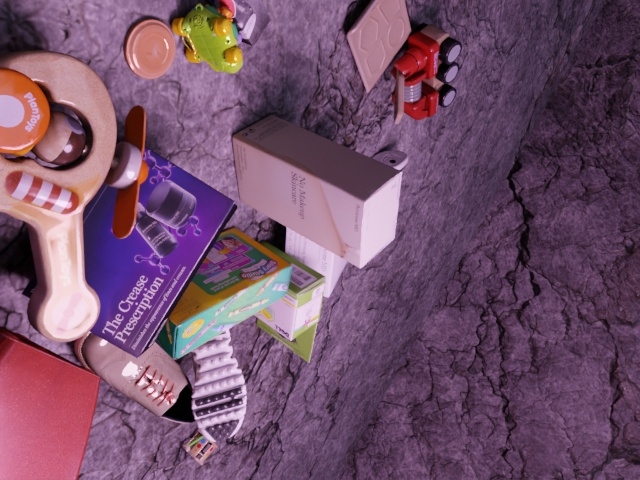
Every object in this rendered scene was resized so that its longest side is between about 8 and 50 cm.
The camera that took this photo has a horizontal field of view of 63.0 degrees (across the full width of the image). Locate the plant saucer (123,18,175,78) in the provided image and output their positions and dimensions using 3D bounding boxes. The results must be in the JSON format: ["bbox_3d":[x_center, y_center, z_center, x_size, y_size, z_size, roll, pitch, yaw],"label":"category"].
[{"bbox_3d":[-0.244,-0.275,0.754,0.083,0.013,0.083,-37,143,-35],"label":"plant saucer"}]

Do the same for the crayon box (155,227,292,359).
[{"bbox_3d":[-0.206,0.084,0.966,0.278,0.165,0.081,-26,139,-45],"label":"crayon box"}]

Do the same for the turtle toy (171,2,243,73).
[{"bbox_3d":[-0.159,-0.305,0.798,0.130,0.095,0.066,69,35,-55],"label":"turtle toy"}]

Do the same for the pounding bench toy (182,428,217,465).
[{"bbox_3d":[-0.303,0.507,1.303,0.065,0.052,0.083,-47,148,-24],"label":"pounding bench toy"}]

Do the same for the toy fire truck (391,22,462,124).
[{"bbox_3d":[0.231,-0.373,1.292,0.246,0.158,0.217,-37,151,-15],"label":"toy fire truck"}]

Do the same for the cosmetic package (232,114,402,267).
[{"bbox_3d":[-0.013,-0.098,0.968,0.113,0.309,0.160,-38,143,-34],"label":"cosmetic package"}]

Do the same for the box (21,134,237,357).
[{"bbox_3d":[-0.269,0.008,0.770,0.261,0.184,0.103,-59,-175,-4],"label":"box"}]

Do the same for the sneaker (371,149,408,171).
[{"bbox_3d":[0.150,-0.155,1.428,0.217,0.079,0.121,-34,145,-26],"label":"sneaker"}]

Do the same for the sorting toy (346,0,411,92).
[{"bbox_3d":[0.130,-0.463,1.165,0.193,0.038,0.208,-55,155,-10],"label":"sorting toy"}]

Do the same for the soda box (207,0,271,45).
[{"bbox_3d":[-0.140,-0.378,0.788,0.060,0.053,0.169,-56,150,-9],"label":"soda box"}]

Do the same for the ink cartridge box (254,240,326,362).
[{"bbox_3d":[-0.102,0.159,1.176,0.097,0.189,0.255,-28,137,-45],"label":"ink cartridge box"}]

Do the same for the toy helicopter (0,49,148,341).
[{"bbox_3d":[-0.311,-0.046,0.643,0.235,0.140,0.355,-17,117,-46],"label":"toy helicopter"}]

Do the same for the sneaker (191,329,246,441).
[{"bbox_3d":[-0.215,0.255,1.058,0.110,0.118,0.292,-8,93,-12],"label":"sneaker"}]

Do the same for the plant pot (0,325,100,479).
[{"bbox_3d":[-0.444,0.222,0.643,0.236,0.267,0.267,-63,153,-21],"label":"plant pot"}]

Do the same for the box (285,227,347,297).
[{"bbox_3d":[0.000,0.000,1.219,0.182,0.119,0.181,-59,159,-52],"label":"box"}]

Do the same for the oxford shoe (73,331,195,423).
[{"bbox_3d":[-0.317,0.246,0.972,0.123,0.130,0.348,-51,149,-18],"label":"oxford shoe"}]
